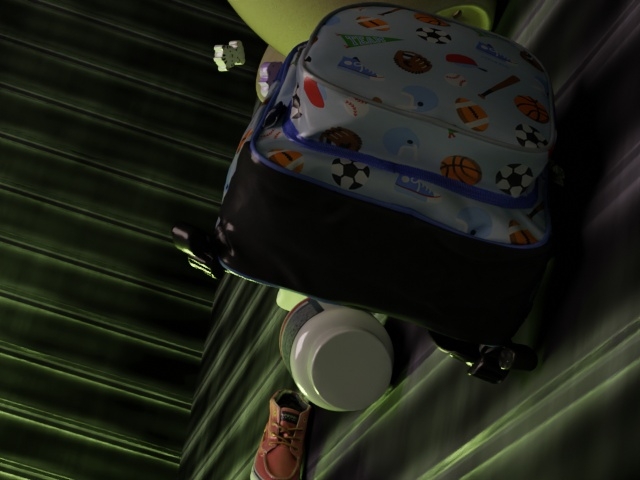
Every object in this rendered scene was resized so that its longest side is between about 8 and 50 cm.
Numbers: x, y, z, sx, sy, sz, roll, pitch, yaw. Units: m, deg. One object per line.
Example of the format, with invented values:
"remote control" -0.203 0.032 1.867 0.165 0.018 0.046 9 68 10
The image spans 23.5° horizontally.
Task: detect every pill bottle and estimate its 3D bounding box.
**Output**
"pill bottle" 0.018 0.117 1.582 0.180 0.107 0.108 -138 63 -81

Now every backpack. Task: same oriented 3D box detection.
"backpack" 0.058 -0.062 1.167 0.263 0.276 0.213 -78 11 -66

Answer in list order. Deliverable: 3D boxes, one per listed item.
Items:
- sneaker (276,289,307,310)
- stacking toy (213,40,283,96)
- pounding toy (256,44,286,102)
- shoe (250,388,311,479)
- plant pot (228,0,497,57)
"sneaker" -0.011 0.018 2.043 0.217 0.079 0.121 131 153 -72
"stacking toy" -0.067 -0.201 2.302 0.167 0.052 0.221 3 111 42
"pounding toy" 0.015 -0.269 2.375 0.237 0.110 0.183 -6 59 52
"shoe" -0.049 0.254 1.942 0.178 0.063 0.081 -88 9 -72
"plant pot" 0.065 -0.254 1.511 0.191 0.284 0.284 58 147 27
